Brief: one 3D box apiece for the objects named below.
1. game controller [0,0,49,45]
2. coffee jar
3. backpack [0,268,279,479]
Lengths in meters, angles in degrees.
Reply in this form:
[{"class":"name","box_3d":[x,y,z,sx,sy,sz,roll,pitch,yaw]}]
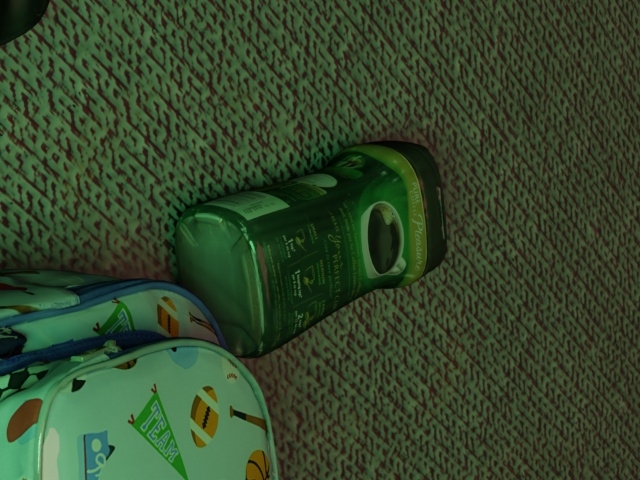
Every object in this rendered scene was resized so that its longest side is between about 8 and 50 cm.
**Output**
[{"class":"game controller","box_3d":[-0.218,-0.153,0.772,0.319,0.067,0.166,-22,130,-59]},{"class":"coffee jar","box_3d":[0.000,0.000,1.079,0.184,0.079,0.096,-22,113,-42]},{"class":"backpack","box_3d":[-0.137,0.129,0.864,0.263,0.213,0.276,-26,119,-62]}]
